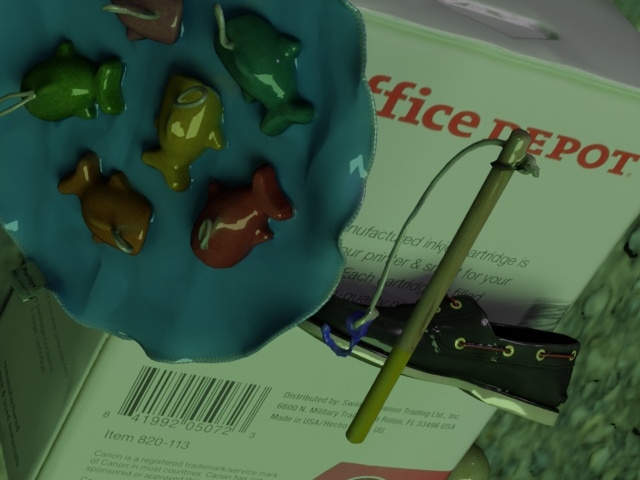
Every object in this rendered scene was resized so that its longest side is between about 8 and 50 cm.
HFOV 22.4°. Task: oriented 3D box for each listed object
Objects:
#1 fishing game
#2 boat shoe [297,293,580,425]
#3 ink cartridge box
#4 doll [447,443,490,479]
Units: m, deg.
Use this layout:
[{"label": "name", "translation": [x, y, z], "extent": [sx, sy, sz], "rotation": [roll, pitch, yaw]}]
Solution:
[{"label": "fishing game", "translation": [-0.065, -0.042, 0.585], "extent": [0.041, 0.264, 0.189], "rotation": [-25, 152, -57]}, {"label": "boat shoe", "translation": [0.048, 0.040, 0.663], "extent": [0.133, 0.049, 0.042], "rotation": [18, 93, -27]}, {"label": "ink cartridge box", "translation": [0.000, 0.000, 0.719], "extent": [0.207, 0.117, 0.283], "rotation": [12, 125, -30]}, {"label": "doll", "translation": [0.008, 0.158, 0.912], "extent": [0.189, 0.046, 0.129], "rotation": [-19, 135, -5]}]
